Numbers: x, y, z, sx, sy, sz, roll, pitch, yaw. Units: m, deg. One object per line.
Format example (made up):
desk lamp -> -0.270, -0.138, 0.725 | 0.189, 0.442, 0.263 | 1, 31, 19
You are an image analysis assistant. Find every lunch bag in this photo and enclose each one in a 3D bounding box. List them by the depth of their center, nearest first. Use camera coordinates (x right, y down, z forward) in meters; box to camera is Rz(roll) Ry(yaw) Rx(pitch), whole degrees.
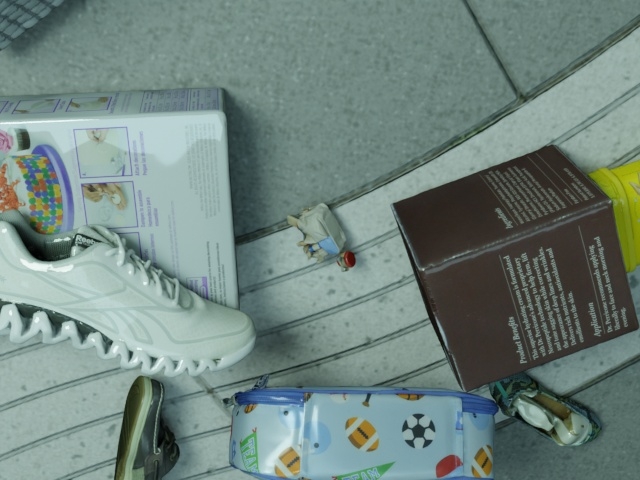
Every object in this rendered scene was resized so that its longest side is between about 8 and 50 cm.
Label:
lunch bag -> 0.036, 0.222, 1.031 | 0.304, 0.243, 0.114 | 6, 79, -8

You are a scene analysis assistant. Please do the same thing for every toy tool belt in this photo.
toy tool belt -> 0.000, 0.000, 1.010 | 0.051, 0.052, 0.083 | -14, 119, 35

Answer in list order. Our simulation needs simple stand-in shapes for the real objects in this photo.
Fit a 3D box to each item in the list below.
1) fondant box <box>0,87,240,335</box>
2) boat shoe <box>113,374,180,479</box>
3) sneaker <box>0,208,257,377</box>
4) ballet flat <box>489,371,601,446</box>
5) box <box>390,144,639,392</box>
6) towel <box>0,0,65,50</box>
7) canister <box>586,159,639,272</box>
fondant box -> -0.256, -0.028, 0.931 | 0.331, 0.096, 0.238 | -4, 117, -6
boat shoe -> -0.209, 0.256, 1.093 | 0.074, 0.080, 0.223 | 7, 121, -17
sneaker -> -0.197, 0.053, 0.874 | 0.292, 0.110, 0.118 | 14, 106, -14
ballet flat -> 0.294, 0.230, 1.149 | 0.188, 0.070, 0.070 | 28, 110, -20
box -> 0.208, 0.026, 0.977 | 0.203, 0.167, 0.168 | -20, 118, 3
towel -> -0.262, -0.279, 0.714 | 0.235, 0.284, 0.121 | -35, 89, 6
canister -> 0.399, -0.043, 1.021 | 0.170, 0.073, 0.126 | -18, 117, 0
